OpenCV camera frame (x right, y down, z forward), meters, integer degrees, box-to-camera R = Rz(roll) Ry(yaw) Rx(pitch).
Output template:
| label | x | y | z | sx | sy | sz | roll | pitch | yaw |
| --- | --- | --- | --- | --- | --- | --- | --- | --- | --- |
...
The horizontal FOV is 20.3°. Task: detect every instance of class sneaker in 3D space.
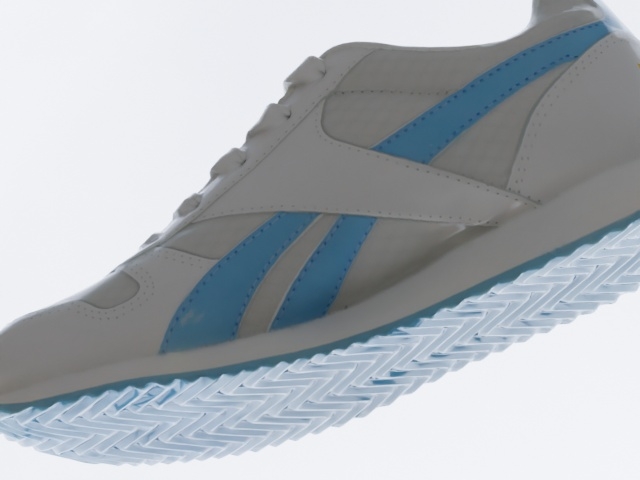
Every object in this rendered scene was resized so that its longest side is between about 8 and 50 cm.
| label | x | y | z | sx | sy | sz | roll | pitch | yaw |
| --- | --- | --- | --- | --- | --- | --- | --- | --- | --- |
| sneaker | 0.000 | 0.000 | 0.543 | 0.229 | 0.087 | 0.092 | -22 | -112 | 0 |
